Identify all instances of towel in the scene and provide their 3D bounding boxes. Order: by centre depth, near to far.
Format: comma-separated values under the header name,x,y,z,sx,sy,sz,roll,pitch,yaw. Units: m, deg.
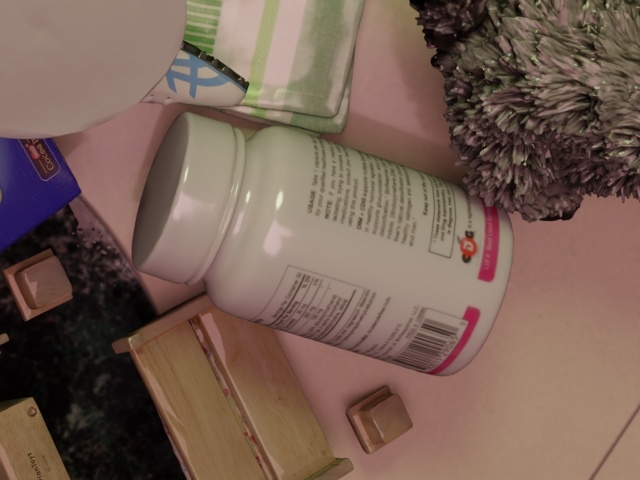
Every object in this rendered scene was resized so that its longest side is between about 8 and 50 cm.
name,x,y,z,sx,sy,sz,roll,pitch,yaw
towel,-0.118,-0.227,1.465,0.324,0.038,0.248,9,104,-8

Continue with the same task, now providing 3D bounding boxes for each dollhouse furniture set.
name,x,y,z,sx,sy,sz,roll,pitch,yaw
dollhouse furniture set,-0.150,0.114,1.560,0.355,0.174,0.303,-27,95,-28

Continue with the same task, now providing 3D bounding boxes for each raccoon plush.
name,x,y,z,sx,sy,sz,roll,pitch,yaw
raccoon plush,0.229,-0.124,1.326,0.446,0.299,0.216,16,83,-50

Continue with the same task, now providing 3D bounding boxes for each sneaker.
name,x,y,z,sx,sy,sz,roll,pitch,yaw
sneaker,-0.169,-0.133,1.404,0.237,0.085,0.086,11,99,-28

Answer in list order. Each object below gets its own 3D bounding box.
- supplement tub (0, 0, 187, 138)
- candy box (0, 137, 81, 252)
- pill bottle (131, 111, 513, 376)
name,x,y,z,sx,sy,sz,roll,pitch,yaw
supplement tub,-0.211,-0.245,1.237,0.228,0.316,0.228,-9,137,-9
candy box,-0.384,-0.061,1.353,0.317,0.122,0.268,-39,107,-35
pill bottle,0.000,0.000,1.465,0.283,0.160,0.160,18,103,-17
